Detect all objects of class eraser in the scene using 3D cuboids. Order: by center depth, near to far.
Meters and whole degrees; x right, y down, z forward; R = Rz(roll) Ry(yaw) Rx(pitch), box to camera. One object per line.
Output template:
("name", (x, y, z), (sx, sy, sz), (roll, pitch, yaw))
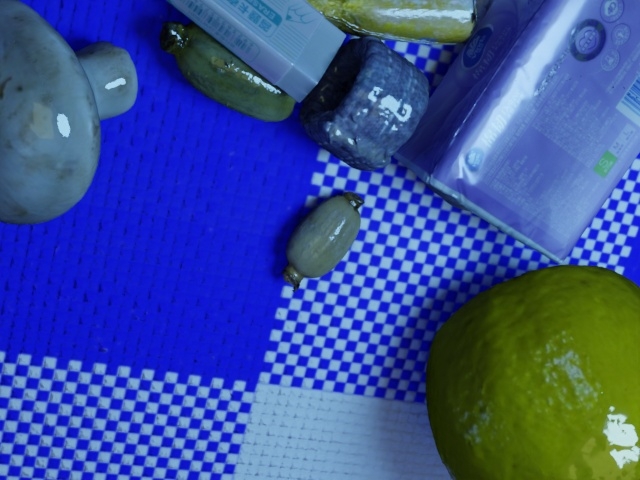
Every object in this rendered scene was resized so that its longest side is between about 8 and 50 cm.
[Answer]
("eraser", (-0.085, -0.260, 1.117), (0.225, 0.052, 0.096), (37, 52, -11))

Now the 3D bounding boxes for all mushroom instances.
("mushroom", (-0.306, -0.144, 1.073), (0.243, 0.243, 0.244), (-5, 110, -15))

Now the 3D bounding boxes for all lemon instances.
("lemon", (0.316, 0.235, 1.271), (0.364, 0.364, 0.364), (-5, 110, -15))

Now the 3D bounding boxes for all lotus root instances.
("lotus root", (-0.105, -0.202, 1.160), (0.183, 0.077, 0.090), (23, 59, -23))
("lotus root", (0.000, 0.000, 1.272), (0.073, 0.062, 0.150), (36, 94, -24))

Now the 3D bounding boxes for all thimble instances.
("thimble", (0.050, -0.162, 1.187), (0.097, 0.150, 0.150), (31, 97, -25))

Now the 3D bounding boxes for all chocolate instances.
("chocolate", (0.074, -0.276, 1.200), (0.219, 0.086, 0.086), (-1, 108, -11))

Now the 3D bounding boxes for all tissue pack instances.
("tissue pack", (0.280, -0.170, 1.245), (0.242, 0.160, 0.338), (30, 99, -29))
